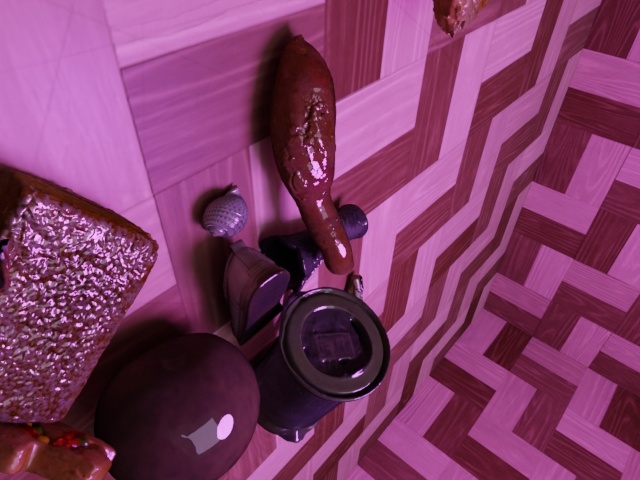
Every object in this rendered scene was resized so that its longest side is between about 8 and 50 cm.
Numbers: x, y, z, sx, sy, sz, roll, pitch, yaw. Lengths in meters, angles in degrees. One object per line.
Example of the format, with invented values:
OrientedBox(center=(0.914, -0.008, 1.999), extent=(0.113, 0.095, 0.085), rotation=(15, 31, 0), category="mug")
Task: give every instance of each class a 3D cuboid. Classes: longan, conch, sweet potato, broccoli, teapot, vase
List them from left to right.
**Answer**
OrientedBox(center=(-0.207, 0.249, 0.703), extent=(0.248, 0.248, 0.248), rotation=(-38, 145, -33), category="longan")
OrientedBox(center=(-0.135, -0.036, 0.709), extent=(0.085, 0.056, 0.076), rotation=(-46, 162, -22), category="conch")
OrientedBox(center=(-0.034, 0.233, 0.938), extent=(0.200, 0.270, 0.337), rotation=(1, 147, -24), category="teapot")
OrientedBox(center=(-0.016, -0.109, 0.737), extent=(0.109, 0.109, 0.385), rotation=(-34, 128, -38), category="sweet potato")
OrientedBox(center=(0.000, 0.000, 0.909), extent=(0.237, 0.115, 0.115), rotation=(-32, 141, -45), category="vase")
OrientedBox(center=(0.089, 0.183, 1.237), extent=(0.122, 0.118, 0.204), rotation=(-16, 115, -37), category="broccoli")

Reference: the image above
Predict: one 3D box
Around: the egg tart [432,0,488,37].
OrientedBox(center=(0.233, -0.530, 0.716), extent=(0.339, 0.153, 0.351), rotation=(-57, 151, -5), category="egg tart")

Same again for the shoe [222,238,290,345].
OrientedBox(center=(-0.121, 0.095, 0.818), extent=(0.103, 0.098, 0.275), rotation=(-33, 161, -29), category="shoe")

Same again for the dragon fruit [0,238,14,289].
OrientedBox(center=(-0.341, 0.024, 0.326), extent=(0.148, 0.223, 0.218), rotation=(-50, -157, 47), category="dragon fruit")

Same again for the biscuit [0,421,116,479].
OrientedBox(center=(-0.336, 0.208, 0.511), extent=(0.238, 0.212, 0.041), rotation=(33, 68, -37), category="biscuit")

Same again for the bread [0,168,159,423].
OrientedBox(center=(-0.299, 0.061, 0.489), extent=(0.234, 0.110, 0.184), rotation=(-59, 148, -4), category="bread")
